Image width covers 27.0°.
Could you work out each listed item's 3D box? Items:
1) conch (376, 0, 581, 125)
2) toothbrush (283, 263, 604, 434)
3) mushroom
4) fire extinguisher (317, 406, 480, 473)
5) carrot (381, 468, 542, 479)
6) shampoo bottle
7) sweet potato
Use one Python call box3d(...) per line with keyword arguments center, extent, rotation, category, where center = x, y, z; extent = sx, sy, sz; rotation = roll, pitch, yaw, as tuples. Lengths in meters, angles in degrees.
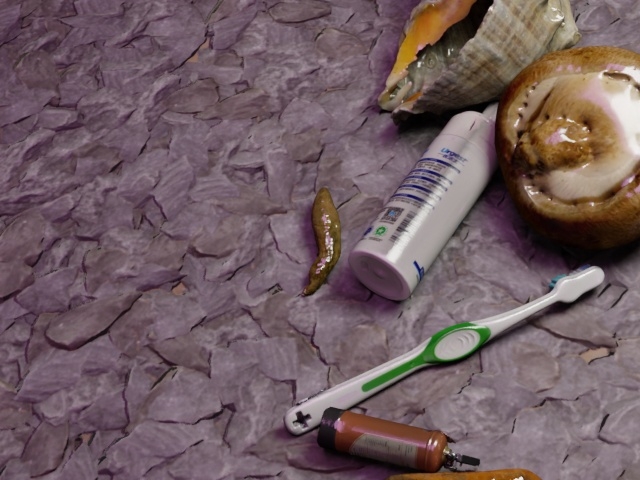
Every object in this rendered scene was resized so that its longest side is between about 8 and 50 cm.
box3d(center=(0.234, -0.283, 1.746), extent=(0.210, 0.352, 0.297), rotation=(22, 11, -9), category="conch")
box3d(center=(0.147, 0.124, 1.551), extent=(0.418, 0.042, 0.040), rotation=(-26, 14, -11), category="toothbrush")
box3d(center=(0.328, -0.114, 1.607), extent=(0.253, 0.153, 0.253), rotation=(-3, 82, 22), category="mushroom")
box3d(center=(0.087, 0.225, 1.476), extent=(0.177, 0.062, 0.050), rotation=(11, 80, 19), category="fire extinguisher")
box3d(center=(0.150, 0.276, 1.428), extent=(0.186, 0.060, 0.060), rotation=(-3, 53, 1), category="carrot")
box3d(center=(0.150, -0.063, 1.664), extent=(0.092, 0.092, 0.303), rotation=(23, 59, 24), category="shampoo bottle")
box3d(center=(0.006, 0.000, 1.674), extent=(0.041, 0.038, 0.153), rotation=(-11, 58, 29), category="sweet potato")
